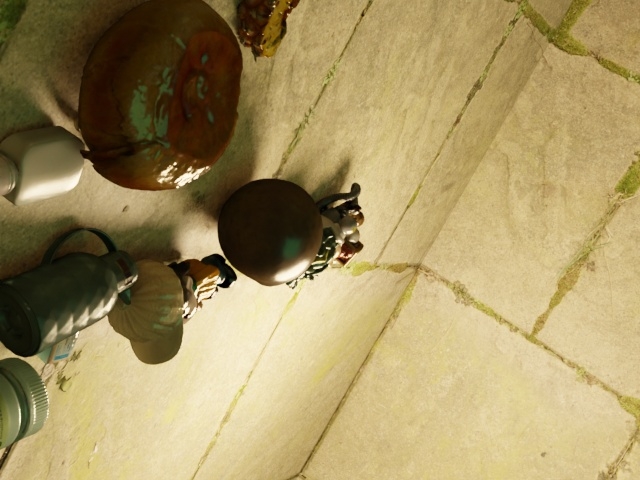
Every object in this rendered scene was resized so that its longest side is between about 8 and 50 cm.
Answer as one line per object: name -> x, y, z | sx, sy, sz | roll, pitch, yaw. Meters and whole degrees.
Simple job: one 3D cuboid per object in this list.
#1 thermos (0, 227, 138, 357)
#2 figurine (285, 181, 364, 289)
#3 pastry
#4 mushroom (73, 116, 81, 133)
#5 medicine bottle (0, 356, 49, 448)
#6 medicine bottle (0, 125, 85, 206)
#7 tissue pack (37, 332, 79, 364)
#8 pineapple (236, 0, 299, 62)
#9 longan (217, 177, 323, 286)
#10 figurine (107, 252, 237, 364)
thermos -> -0.466, 0.083, 1.765 | 0.286, 0.145, 0.182 | -32, 114, -50
figurine -> -0.001, 0.004, 2.556 | 0.261, 0.186, 0.382 | -55, 167, 28
pastry -> -0.268, -0.250, 1.629 | 0.356, 0.164, 0.356 | -39, 138, -46
mushroom -> -0.386, -0.168, 1.682 | 0.061, 0.060, 0.187 | -45, 151, 1
medicine bottle -> -0.646, 0.318, 1.669 | 0.318, 0.158, 0.158 | -19, 137, -57
medicine bottle -> -0.472, -0.117, 1.546 | 0.183, 0.069, 0.119 | -25, 143, -54
tissue pack -> -0.519, 0.190, 1.888 | 0.074, 0.059, 0.094 | -11, 130, -58
pineapple -> -0.096, -0.458, 1.846 | 0.135, 0.079, 0.233 | -5, 125, -60
longan -> -0.116, -0.016, 2.191 | 0.258, 0.258, 0.258 | -45, 155, -27
figurine -> -0.327, 0.105, 2.051 | 0.185, 0.204, 0.332 | -33, -167, 30
